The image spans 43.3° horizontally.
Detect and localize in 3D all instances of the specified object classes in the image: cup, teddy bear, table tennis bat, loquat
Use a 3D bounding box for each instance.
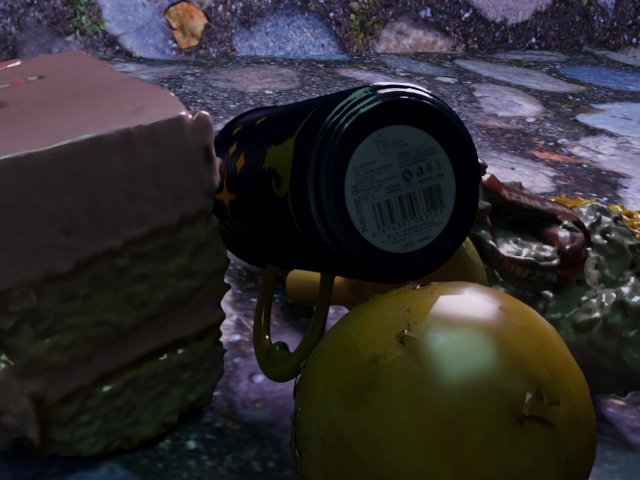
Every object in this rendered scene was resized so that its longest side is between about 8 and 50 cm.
[{"bbox_3d":[0.018,-0.009,0.748,0.179,0.254,0.256,-13,9,-24],"label":"cup"},{"bbox_3d":[0.281,0.021,0.948,0.357,0.224,0.368,39,36,22],"label":"teddy bear"},{"bbox_3d":[0.061,0.055,0.883,0.050,0.198,0.321,-12,6,-34],"label":"table tennis bat"},{"bbox_3d":[0.089,0.146,0.605,0.235,0.234,0.235,3,24,-1],"label":"loquat"}]

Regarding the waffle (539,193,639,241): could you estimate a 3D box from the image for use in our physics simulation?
[{"bbox_3d":[0.418,-0.013,1.223,0.229,0.051,0.231,9,24,12],"label":"waffle"}]

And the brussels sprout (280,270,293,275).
[{"bbox_3d":[-0.011,-0.009,1.071,0.155,0.117,0.155,-5,23,2],"label":"brussels sprout"}]

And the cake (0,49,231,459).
[{"bbox_3d":[-0.266,0.008,0.766,0.293,0.306,0.314,-21,33,-40],"label":"cake"}]
